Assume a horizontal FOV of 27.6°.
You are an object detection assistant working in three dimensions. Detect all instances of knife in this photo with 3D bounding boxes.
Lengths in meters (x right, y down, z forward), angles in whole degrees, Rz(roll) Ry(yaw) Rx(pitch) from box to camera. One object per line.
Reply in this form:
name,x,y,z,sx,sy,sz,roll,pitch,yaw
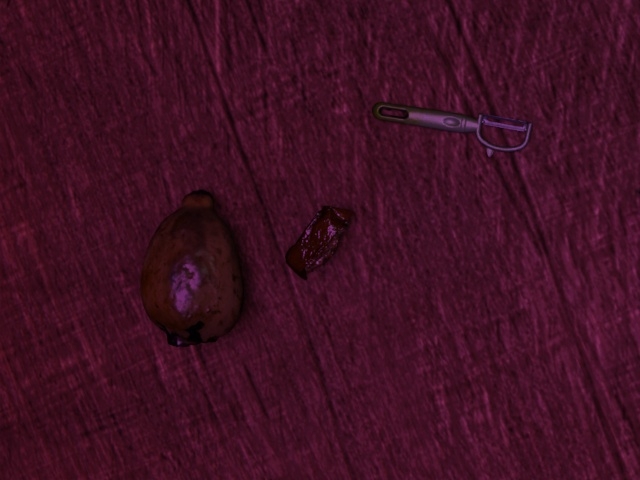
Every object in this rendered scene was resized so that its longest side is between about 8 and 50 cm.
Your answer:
knife,0.169,-0.147,1.707,0.212,0.015,0.054,11,100,12

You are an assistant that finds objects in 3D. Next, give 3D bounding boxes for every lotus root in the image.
lotus root,-0.171,0.036,1.733,0.138,0.138,0.214,-6,78,13

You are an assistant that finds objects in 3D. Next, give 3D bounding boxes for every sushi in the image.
sushi,0.000,0.000,1.725,0.055,0.052,0.120,39,98,9

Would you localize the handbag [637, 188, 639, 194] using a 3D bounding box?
handbag,0.520,-0.015,1.553,0.315,0.109,0.241,-39,84,10
